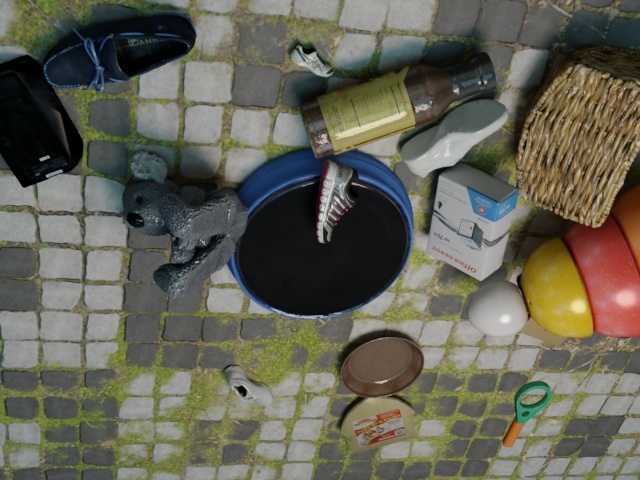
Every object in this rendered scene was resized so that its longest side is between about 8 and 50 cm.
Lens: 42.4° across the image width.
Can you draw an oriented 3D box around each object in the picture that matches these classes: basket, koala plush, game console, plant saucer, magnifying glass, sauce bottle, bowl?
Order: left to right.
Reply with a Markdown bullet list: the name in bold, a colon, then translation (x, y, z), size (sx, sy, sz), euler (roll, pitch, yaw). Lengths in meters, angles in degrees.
- **game console**: translation (-0.606, -0.166, 1.411), size (0.361, 0.044, 0.213), euler (-19, 127, 2)
- **koala plush**: translation (-0.269, -0.045, 1.492), size (0.221, 0.203, 0.196), euler (27, 127, 23)
- **bowl**: translation (0.000, 0.000, 1.642), size (0.391, 0.077, 0.391), euler (-6, 128, -8)
- **plant saucer**: translation (0.141, 0.287, 1.916), size (0.199, 0.036, 0.198), euler (-6, 127, -8)
- **sauce bottle**: translation (0.138, -0.245, 1.462), size (0.344, 0.111, 0.111), euler (-18, 128, 1)
- **magnifying glass**: translation (0.525, 0.451, 2.130), size (0.092, 0.026, 0.231), euler (6, 126, -16)
- **basket**: translation (0.501, -0.217, 1.570), size (0.213, 0.223, 0.299), euler (23, 126, 12)

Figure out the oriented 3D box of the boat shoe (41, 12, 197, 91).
- **boat shoe**: translation (-0.330, -0.307, 1.329), size (0.258, 0.089, 0.109), euler (-21, 128, 5)

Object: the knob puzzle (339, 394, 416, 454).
- **knob puzzle**: translation (0.138, 0.440, 2.037), size (0.213, 0.030, 0.213), euler (-5, 128, -7)

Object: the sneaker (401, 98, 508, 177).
- **sneaker**: translation (0.262, -0.189, 1.563), size (0.212, 0.080, 0.094), euler (-26, 140, 17)

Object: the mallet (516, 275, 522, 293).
- **mallet**: translation (0.502, 0.151, 1.870), size (0.039, 0.062, 0.189), euler (-31, 127, 14)

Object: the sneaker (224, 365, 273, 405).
- **sneaker**: translation (-0.163, 0.347, 1.884), size (0.054, 0.061, 0.152), euler (-38, 126, 15)

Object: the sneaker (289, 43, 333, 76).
- **sneaker**: translation (-0.010, -0.312, 1.427), size (0.083, 0.032, 0.037), euler (18, 122, -24)

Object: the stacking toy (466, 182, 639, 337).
- **stacking toy**: translation (0.531, 0.086, 1.670), size (0.480, 0.350, 0.350), euler (-18, 129, 10)

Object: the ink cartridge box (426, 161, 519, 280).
- **ink cartridge box**: translation (0.297, -0.038, 1.627), size (0.082, 0.140, 0.190), euler (-31, 139, -40)

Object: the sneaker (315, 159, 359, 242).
- **sneaker**: translation (0.032, -0.066, 1.507), size (0.075, 0.063, 0.170), euler (4, 121, -7)

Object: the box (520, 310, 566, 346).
- **box**: translation (0.549, 0.165, 1.877), size (0.201, 0.021, 0.164), euler (22, 118, -44)
